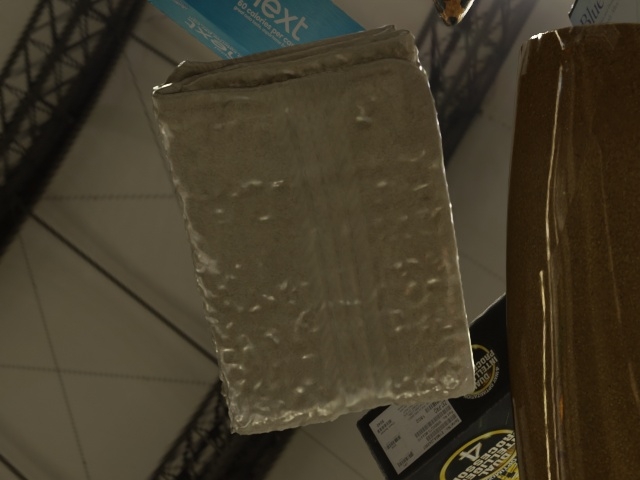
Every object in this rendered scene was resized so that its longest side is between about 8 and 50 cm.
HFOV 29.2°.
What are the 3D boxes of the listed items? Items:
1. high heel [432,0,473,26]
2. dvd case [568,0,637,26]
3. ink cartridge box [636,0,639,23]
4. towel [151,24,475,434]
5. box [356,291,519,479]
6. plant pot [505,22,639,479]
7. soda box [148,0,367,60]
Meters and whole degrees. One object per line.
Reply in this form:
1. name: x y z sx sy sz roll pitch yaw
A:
1. high heel: 0.167 -0.355 1.215 0.093 0.186 0.261 6 -97 -25
2. dvd case: 0.312 -0.193 1.157 0.022 0.180 0.253 -3 -128 -16
3. ink cartridge box: 0.289 -0.129 0.845 0.127 0.175 0.072 -7 -160 1
4. towel: 0.000 0.000 0.851 0.187 0.282 0.049 -10 -157 0
5. box: 0.272 0.123 1.220 0.395 0.318 0.097 -43 -127 14
6. plant pot: 0.197 0.040 0.672 0.237 0.237 0.254 13 -93 18
7. soda box: -0.049 -0.167 0.902 0.210 0.067 0.071 37 -100 -15
